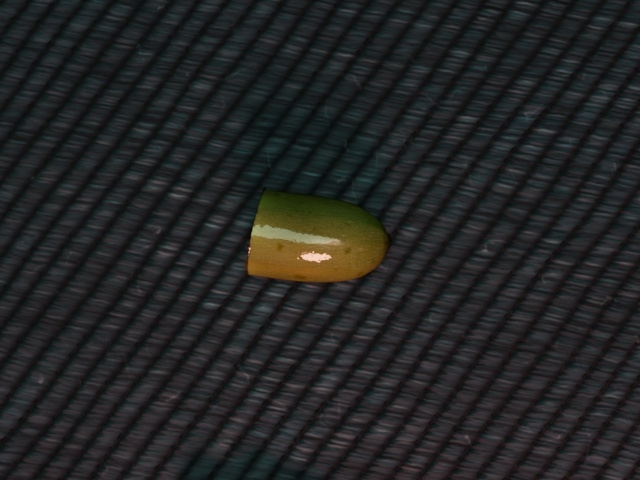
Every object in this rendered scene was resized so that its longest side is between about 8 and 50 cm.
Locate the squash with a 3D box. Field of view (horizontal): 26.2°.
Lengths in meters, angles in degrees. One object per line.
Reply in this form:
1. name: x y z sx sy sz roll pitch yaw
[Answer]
1. squash: 0.000 0.000 1.794 0.186 0.123 0.123 8 85 -1
